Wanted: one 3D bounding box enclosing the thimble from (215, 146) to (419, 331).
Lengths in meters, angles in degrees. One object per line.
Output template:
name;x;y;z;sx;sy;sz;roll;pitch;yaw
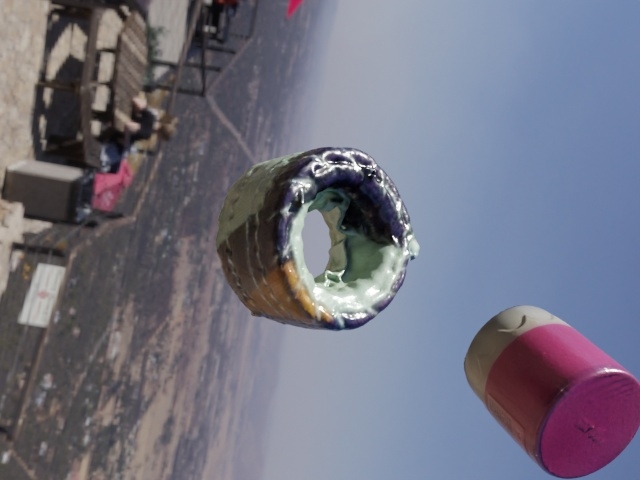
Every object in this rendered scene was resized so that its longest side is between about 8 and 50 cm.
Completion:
thimble;0.000;0.000;0.989;0.150;0.237;0.237;-2;-105;51

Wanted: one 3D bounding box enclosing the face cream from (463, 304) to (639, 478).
face cream;0.320;0.206;1.107;0.195;0.175;0.175;-134;-131;-60
